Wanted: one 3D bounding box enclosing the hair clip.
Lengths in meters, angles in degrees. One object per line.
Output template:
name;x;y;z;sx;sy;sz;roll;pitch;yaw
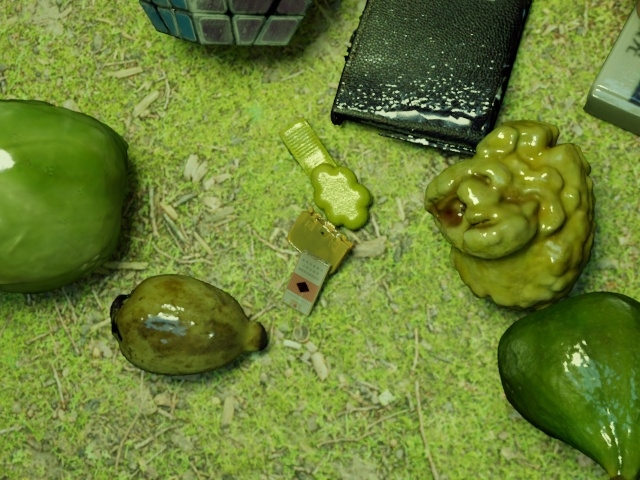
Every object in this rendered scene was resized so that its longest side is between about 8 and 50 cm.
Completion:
hair clip;0.010;-0.091;1.021;0.072;0.046;0.173;-34;80;11

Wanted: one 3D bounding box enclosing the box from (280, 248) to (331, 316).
box;-0.020;0.058;1.012;0.046;0.012;0.083;29;113;14

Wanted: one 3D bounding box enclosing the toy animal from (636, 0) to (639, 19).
toy animal;0.404;-0.320;0.818;0.250;0.154;0.166;60;140;9

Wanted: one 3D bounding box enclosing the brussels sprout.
brussels sprout;-0.406;-0.062;0.989;0.328;0.328;0.247;-9;57;11

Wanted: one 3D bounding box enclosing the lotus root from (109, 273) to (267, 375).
lotus root;-0.178;0.116;1.002;0.214;0.138;0.138;4;84;2

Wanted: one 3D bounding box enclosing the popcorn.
popcorn;0.234;-0.027;0.886;0.200;0.203;0.226;40;112;23

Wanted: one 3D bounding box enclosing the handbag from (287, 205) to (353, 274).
handbag;0.000;0.000;1.010;0.083;0.027;0.061;39;123;13

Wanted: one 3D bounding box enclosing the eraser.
eraser;0.452;-0.271;0.927;0.124;0.081;0.279;28;90;14

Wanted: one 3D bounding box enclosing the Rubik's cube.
Rubik's cube;-0.118;-0.401;0.971;0.264;0.319;0.319;-39;76;-20

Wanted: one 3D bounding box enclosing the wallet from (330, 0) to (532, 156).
wallet;0.152;-0.256;1.005;0.221;0.071;0.262;15;84;18

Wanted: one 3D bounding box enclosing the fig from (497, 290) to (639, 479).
fig;0.311;0.182;0.815;0.203;0.203;0.235;-17;47;10
